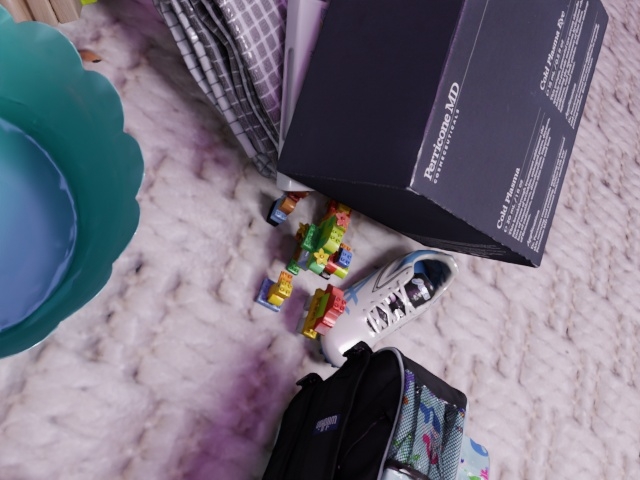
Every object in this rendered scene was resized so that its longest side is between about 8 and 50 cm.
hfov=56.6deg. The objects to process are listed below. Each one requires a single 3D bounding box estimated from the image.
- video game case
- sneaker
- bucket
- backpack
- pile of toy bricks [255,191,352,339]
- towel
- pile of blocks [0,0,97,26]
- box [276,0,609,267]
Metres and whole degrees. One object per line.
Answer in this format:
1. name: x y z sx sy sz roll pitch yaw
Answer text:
1. video game case: 0.044 -0.164 0.718 0.227 0.026 0.206 -6 104 -46
2. sneaker: 0.089 0.078 0.765 0.237 0.086 0.085 -34 95 -35
3. bucket: -0.301 -0.034 0.478 0.281 0.183 0.281 8 75 -33
4. backpack: 0.035 0.260 0.567 0.191 0.225 0.253 41 42 -12
5. pile of toy bricks: 0.000 0.000 0.721 0.118 0.105 0.212 30 60 -21
6. towel: -0.041 -0.242 0.715 0.235 0.121 0.284 -53 127 -34
7. pile of blocks: -0.320 -0.258 0.624 0.362 0.149 0.113 -38 139 -27
8. box: 0.159 -0.179 0.683 0.312 0.179 0.343 23 83 -48
